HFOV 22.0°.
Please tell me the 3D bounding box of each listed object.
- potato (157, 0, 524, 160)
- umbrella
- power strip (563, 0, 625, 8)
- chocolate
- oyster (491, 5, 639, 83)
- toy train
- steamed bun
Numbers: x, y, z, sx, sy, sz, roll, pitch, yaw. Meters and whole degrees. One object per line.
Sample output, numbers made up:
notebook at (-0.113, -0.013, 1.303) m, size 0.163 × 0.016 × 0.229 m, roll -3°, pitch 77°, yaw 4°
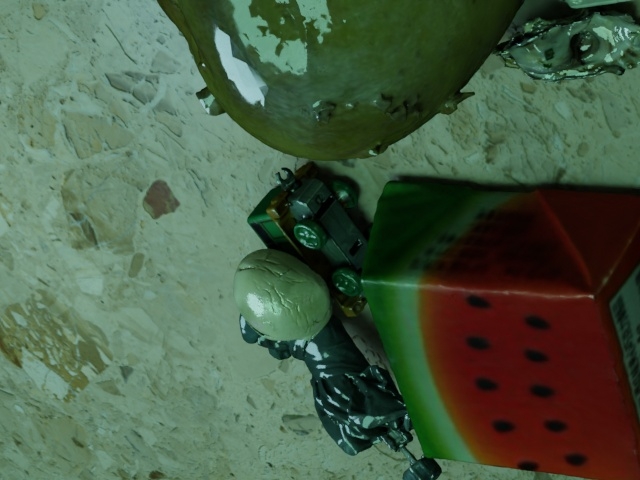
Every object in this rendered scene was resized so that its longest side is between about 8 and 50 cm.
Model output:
potato at (-0.028, -0.273, 1.626) m, size 0.385 × 0.319 × 0.442 m, roll -10°, pitch 122°, yaw 36°
umbrella at (0.026, 0.185, 2.128) m, size 0.349 × 0.094 × 0.143 m, roll 51°, pitch 155°, yaw 11°
power strip at (0.369, -0.293, 1.558) m, size 0.367 × 0.043 × 0.106 m, roll -4°, pitch 127°, yaw 34°
chocolate at (0.242, 0.115, 1.945) m, size 0.341 × 0.161 × 0.360 m, roll 3°, pitch 131°, yaw 31°
oyster at (0.252, -0.206, 1.699) m, size 0.165 × 0.053 × 0.108 m, roll -10°, pitch 157°, yaw 17°
toy train at (0.000, 0.000, 2.044) m, size 0.136 × 0.091 × 0.228 m, roll -6°, pitch 128°, yaw 49°
steamed bun at (-0.054, 0.070, 2.024) m, size 0.130 × 0.091 × 0.112 m, roll 31°, pitch 154°, yaw 27°
